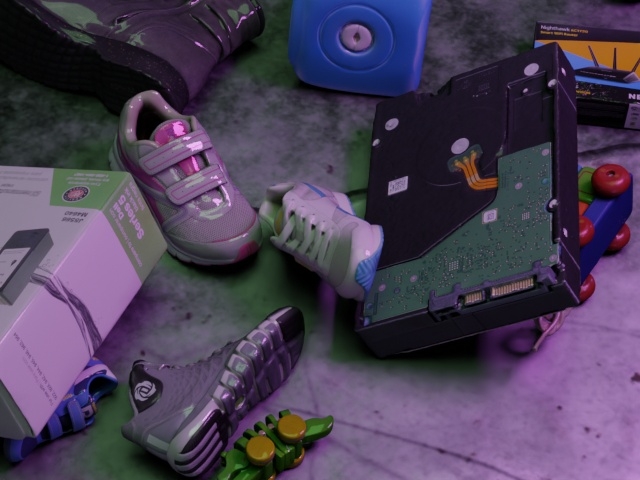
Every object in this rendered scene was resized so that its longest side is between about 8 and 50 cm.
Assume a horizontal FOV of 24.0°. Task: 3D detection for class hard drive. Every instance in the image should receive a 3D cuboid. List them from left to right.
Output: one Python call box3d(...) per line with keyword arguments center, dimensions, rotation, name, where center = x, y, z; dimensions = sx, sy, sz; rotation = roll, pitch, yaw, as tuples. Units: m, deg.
box3d(center=(0.162, -0.047, 1.621), dimensions=(0.237, 0.064, 0.339), rotation=(-18, 43, 26), name="hard drive")

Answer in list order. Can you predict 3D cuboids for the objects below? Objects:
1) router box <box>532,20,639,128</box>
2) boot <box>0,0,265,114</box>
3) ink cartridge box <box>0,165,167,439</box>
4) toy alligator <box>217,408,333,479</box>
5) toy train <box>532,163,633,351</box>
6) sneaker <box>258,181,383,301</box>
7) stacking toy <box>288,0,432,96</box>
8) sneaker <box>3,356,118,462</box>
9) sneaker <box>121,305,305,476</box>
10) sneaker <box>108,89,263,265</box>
box3d(center=(0.345, -0.200, 1.831), dimensions=(0.179, 0.046, 0.133), rotation=(6, 50, 4), name="router box")
box3d(center=(-0.257, -0.281, 1.858), dimensions=(0.338, 0.118, 0.223), rotation=(30, 52, 8), name="boot")
box3d(center=(-0.314, 0.054, 1.518), dimensions=(0.198, 0.115, 0.273), rotation=(4, 44, 30), name="ink cartridge box")
box3d(center=(-0.071, 0.214, 1.468), dimensions=(0.189, 0.056, 0.051), rotation=(-32, 58, -25), name="toy alligator")
box3d(center=(0.228, 0.007, 1.628), dimensions=(0.143, 0.105, 0.248), rotation=(20, 53, 29), name="toy train")
box3d(center=(0.000, 0.000, 1.577), dimensions=(0.092, 0.087, 0.228), rotation=(13, 12, -21), name="sneaker")
box3d(center=(0.061, -0.329, 1.882), dimensions=(0.165, 0.175, 0.302), rotation=(9, 39, 3), name="stacking toy")
box3d(center=(-0.261, 0.169, 1.505), dimensions=(0.059, 0.053, 0.144), rotation=(27, 56, 18), name="sneaker")
box3d(center=(-0.121, 0.129, 1.524), dimensions=(0.132, 0.086, 0.229), rotation=(18, 45, 27), name="sneaker")
box3d(center=(-0.157, -0.072, 1.670), dimensions=(0.103, 0.111, 0.252), rotation=(-32, 58, -25), name="sneaker")
